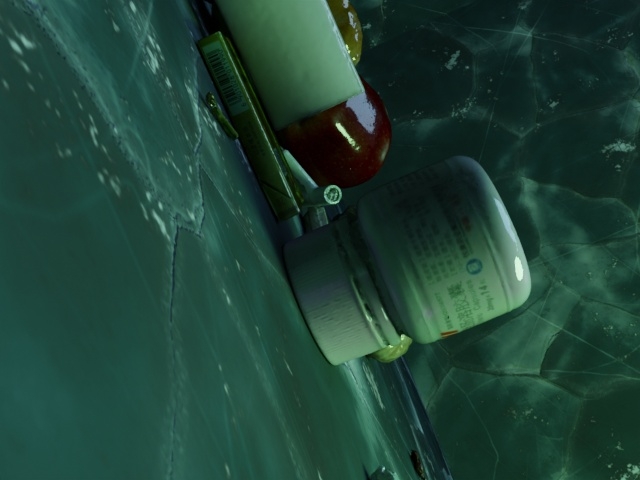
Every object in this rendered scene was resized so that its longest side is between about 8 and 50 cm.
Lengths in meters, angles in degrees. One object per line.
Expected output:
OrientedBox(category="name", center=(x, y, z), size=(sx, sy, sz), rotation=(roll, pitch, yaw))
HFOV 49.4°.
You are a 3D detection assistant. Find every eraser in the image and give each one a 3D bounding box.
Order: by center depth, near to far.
OrientedBox(category="eraser", center=(-0.056, -0.345, 1.199), size=(0.095, 0.174, 0.270), rotation=(-99, 165, -76))

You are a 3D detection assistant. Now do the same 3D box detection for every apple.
OrientedBox(category="apple", center=(0.027, -0.283, 1.718), size=(0.317, 0.288, 0.288), rotation=(46, 20, -49))

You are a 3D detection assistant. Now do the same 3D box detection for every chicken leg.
OrientedBox(category="chicken leg", center=(0.229, 0.527, 1.621), size=(0.036, 0.021, 0.083), rotation=(81, -11, -72))

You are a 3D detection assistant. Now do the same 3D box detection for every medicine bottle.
OrientedBox(category="medicine bottle", center=(0.129, 0.038, 1.074), size=(0.256, 0.325, 0.256), rotation=(-23, 90, -86))

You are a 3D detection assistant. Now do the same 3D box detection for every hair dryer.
OrientedBox(category="hair dryer", center=(-0.045, -0.149, 1.492), size=(0.183, 0.044, 0.155), rotation=(52, -19, -15))

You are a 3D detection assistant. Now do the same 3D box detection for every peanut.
OrientedBox(category="peanut", center=(0.164, 0.211, 1.697), size=(0.120, 0.136, 0.298), rotation=(63, 5, -3))

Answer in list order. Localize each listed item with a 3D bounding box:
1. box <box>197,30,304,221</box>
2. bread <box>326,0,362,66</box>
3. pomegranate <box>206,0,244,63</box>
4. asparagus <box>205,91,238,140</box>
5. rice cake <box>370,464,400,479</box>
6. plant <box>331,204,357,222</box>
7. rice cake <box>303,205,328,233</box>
OrientedBox(category="box", center=(-0.111, -0.191, 1.171), size=(0.173, 0.043, 0.311), rotation=(-87, 154, -78))
OrientedBox(category="bread", center=(-0.041, -0.547, 1.664), size=(0.194, 0.340, 0.178), rotation=(-36, 146, -82))
OrientedBox(category="pomegranate", center=(-0.138, -0.452, 1.348), size=(0.263, 0.211, 0.211), rotation=(26, -2, 11))
OrientedBox(category="asparagus", center=(-0.138, -0.173, 0.967), size=(0.114, 0.015, 0.014), rotation=(58, 13, -64))
OrientedBox(category="rice cake", center=(0.103, 0.387, 0.871), size=(0.245, 0.042, 0.045), rotation=(-104, 172, -61))
OrientedBox(category="plant", center=(0.143, 0.010, 2.228), size=(0.256, 0.164, 0.142), rotation=(57, 2, 20))
OrientedBox(category="rice cake", center=(0.000, 0.000, 1.412), size=(0.256, 0.052, 0.057), rotation=(-102, 171, -63))
